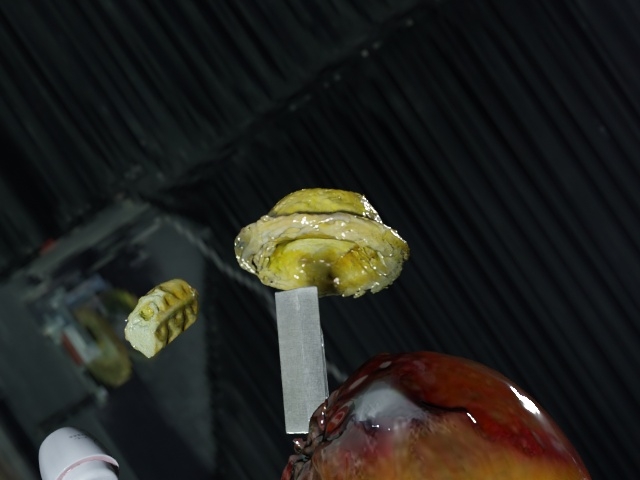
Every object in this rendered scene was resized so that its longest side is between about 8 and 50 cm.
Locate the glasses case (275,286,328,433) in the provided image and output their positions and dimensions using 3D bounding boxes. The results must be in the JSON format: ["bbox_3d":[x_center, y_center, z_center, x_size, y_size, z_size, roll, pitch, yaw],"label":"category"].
[{"bbox_3d":[-0.023,0.171,2.074,0.047,0.205,0.071,-1,173,-30],"label":"glasses case"}]

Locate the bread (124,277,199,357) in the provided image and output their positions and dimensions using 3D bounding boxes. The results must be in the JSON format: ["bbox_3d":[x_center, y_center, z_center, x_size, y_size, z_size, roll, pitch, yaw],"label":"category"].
[{"bbox_3d":[-0.190,0.089,1.785,0.060,0.066,0.110,-30,-172,43],"label":"bread"}]

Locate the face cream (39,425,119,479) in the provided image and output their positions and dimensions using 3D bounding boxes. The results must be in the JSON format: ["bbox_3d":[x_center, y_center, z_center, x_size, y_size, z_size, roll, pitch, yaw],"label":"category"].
[{"bbox_3d":[-0.298,0.282,1.786,0.091,0.095,0.091,-21,135,-23],"label":"face cream"}]

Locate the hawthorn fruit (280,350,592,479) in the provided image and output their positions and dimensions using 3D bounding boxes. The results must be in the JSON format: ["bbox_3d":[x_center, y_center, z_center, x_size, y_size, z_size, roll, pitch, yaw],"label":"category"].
[{"bbox_3d":[0.115,0.264,1.427,0.308,0.324,0.308,-48,164,-18],"label":"hawthorn fruit"}]

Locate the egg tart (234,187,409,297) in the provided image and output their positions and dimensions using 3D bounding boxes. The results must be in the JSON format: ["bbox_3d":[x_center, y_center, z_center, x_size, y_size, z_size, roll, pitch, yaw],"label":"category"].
[{"bbox_3d":[0.000,0.000,2.355,0.288,0.118,0.288,-2,155,-1],"label":"egg tart"}]
